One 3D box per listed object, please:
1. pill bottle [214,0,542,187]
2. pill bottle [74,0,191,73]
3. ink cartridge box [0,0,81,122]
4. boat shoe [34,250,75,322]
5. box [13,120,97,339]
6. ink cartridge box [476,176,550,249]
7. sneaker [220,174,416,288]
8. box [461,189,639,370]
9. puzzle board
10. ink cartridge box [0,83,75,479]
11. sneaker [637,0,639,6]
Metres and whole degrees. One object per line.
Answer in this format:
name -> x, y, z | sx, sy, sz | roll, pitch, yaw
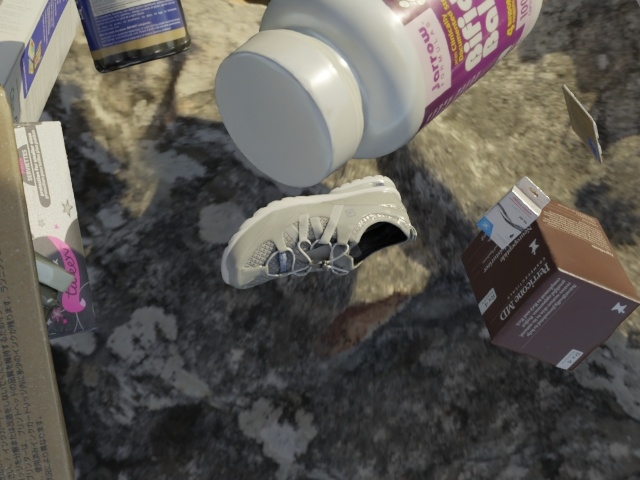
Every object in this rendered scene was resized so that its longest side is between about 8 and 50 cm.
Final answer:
pill bottle -> 0.053, -0.176, 0.862 | 0.169, 0.169, 0.301 | 51, 56, -5
pill bottle -> -0.238, -0.319, 1.169 | 0.123, 0.123, 0.219 | -13, 103, 6
ink cartridge box -> -0.410, -0.278, 1.393 | 0.069, 0.371, 0.176 | 14, 142, -2
boat shoe -> -0.363, 0.012, 0.868 | 0.305, 0.109, 0.091 | 30, 87, -41
box -> -0.370, -0.001, 1.106 | 0.142, 0.163, 0.247 | -8, 92, 40
ink cartridge box -> 0.245, -0.035, 1.247 | 0.048, 0.028, 0.083 | 43, 117, 1
sneaker -> 0.000, 0.000, 1.337 | 0.281, 0.115, 0.105 | -24, 140, -14
box -> 0.349, 0.058, 1.521 | 0.167, 0.203, 0.168 | 21, 123, -24
puzzle board -> 0.456, -0.202, 1.706 | 0.011, 0.128, 0.096 | -31, 52, 4
ink cartridge box -> -0.243, 0.043, 0.512 | 0.193, 0.088, 0.235 | -10, 109, -18
sneaker -> 0.264, -0.137, 0.492 | 0.150, 0.366, 0.135 | -2, 63, 40
